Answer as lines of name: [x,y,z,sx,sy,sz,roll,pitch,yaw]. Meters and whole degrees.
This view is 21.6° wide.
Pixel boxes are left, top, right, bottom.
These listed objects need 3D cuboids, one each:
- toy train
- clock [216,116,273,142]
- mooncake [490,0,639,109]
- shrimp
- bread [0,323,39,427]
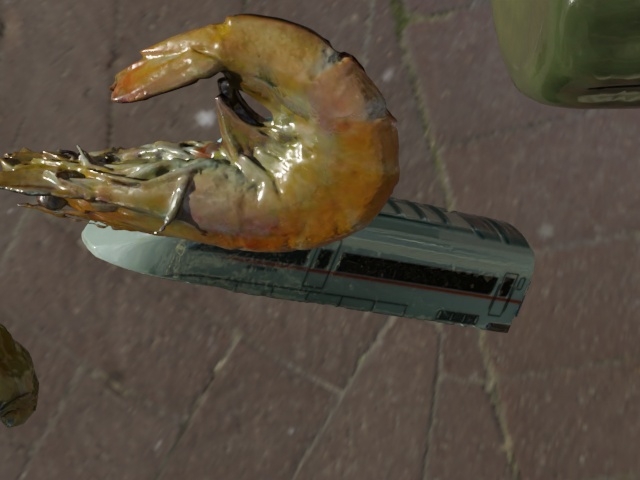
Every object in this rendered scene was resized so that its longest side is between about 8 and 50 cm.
toy train: [0.000,0.000,1.371,0.407,0.086,0.088,9,115,-36]
clock: [-0.074,-0.078,1.638,0.147,0.108,0.045,-28,79,5]
mooncake: [0.243,-0.274,1.348,0.187,0.351,0.351,-4,109,-5]
shrimp: [-0.075,-0.053,0.977,0.248,0.068,0.150,-9,114,15]
bread: [-0.221,0.114,0.788,0.088,0.128,0.232,45,125,4]
